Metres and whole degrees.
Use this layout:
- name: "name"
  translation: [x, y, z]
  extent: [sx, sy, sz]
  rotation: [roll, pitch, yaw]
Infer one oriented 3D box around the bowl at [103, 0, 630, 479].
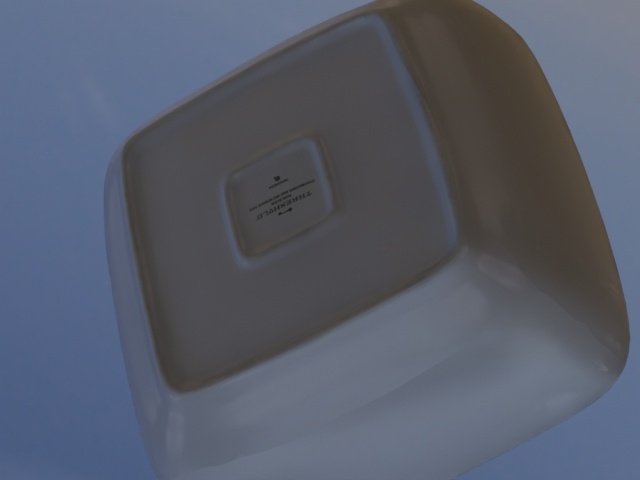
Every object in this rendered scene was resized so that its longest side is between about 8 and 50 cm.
- name: "bowl"
  translation: [0.000, 0.000, 0.492]
  extent: [0.053, 0.142, 0.142]
  rotation: [43, -154, -50]
